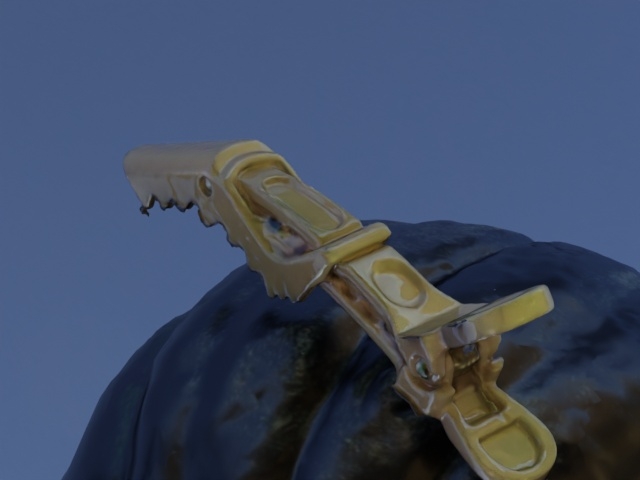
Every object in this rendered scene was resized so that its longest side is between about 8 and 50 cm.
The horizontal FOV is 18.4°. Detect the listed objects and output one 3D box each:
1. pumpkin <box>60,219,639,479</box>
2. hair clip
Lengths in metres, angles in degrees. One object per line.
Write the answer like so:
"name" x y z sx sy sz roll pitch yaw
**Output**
"pumpkin" 0.055 0.172 0.805 0.266 0.363 0.363 -23 -68 -51
"hair clip" 0.000 0.000 0.689 0.034 0.226 0.072 -23 -47 -32
